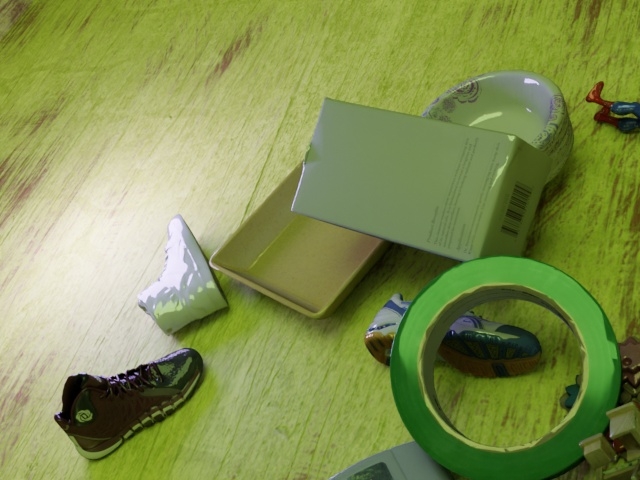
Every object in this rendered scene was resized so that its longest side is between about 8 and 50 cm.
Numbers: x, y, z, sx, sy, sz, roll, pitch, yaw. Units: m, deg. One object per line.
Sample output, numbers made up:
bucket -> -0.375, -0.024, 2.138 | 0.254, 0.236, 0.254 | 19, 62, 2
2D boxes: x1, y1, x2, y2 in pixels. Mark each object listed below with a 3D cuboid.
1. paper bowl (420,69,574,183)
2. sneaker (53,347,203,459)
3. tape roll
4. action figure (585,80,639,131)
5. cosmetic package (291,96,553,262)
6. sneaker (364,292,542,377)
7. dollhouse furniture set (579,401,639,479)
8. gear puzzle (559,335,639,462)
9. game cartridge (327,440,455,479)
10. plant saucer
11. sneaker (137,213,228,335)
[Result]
paper bowl -> 0.324, -0.173, 1.658 | 0.284, 0.148, 0.284 | -17, 43, 16
sneaker -> -0.354, 0.265, 1.612 | 0.281, 0.162, 0.106 | -39, 41, -9
tape roll -> 0.262, 0.184, 1.275 | 0.321, 0.077, 0.321 | -6, 72, 19
action figure -> 0.623, -0.234, 1.580 | 0.139, 0.091, 0.280 | -46, 42, -3
cosmetic package -> 0.159, -0.094, 1.502 | 0.385, 0.156, 0.217 | 20, 92, 37
sneaker -> 0.216, 0.136, 1.444 | 0.296, 0.112, 0.131 | 4, 46, 30
dollhouse furniture set -> 0.357, 0.294, 1.144 | 0.182, 0.161, 0.101 | -31, 13, 28
gear puzzle -> 0.484, 0.258, 1.208 | 0.175, 0.044, 0.339 | -38, 41, -9
game cartridge -> 0.068, 0.419, 1.293 | 0.294, 0.060, 0.196 | -31, 37, -1
plant saucer -> 0.000, 0.000, 1.731 | 0.332, 0.081, 0.333 | 23, 63, 43
sneaker -> -0.310, 0.069, 1.827 | 0.169, 0.108, 0.292 | -30, 41, -2
